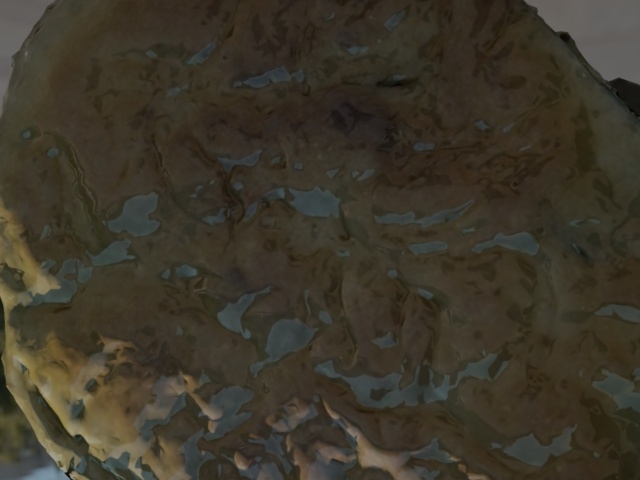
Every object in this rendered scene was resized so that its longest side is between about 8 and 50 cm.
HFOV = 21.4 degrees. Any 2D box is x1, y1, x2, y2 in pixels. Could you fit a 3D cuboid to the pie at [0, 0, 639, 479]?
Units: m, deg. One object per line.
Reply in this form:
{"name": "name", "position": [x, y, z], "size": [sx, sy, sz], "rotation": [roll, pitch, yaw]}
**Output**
{"name": "pie", "position": [-0.001, -0.001, 0.448], "size": [0.185, 0.218, 0.052], "rotation": [-42, 163, -2]}
